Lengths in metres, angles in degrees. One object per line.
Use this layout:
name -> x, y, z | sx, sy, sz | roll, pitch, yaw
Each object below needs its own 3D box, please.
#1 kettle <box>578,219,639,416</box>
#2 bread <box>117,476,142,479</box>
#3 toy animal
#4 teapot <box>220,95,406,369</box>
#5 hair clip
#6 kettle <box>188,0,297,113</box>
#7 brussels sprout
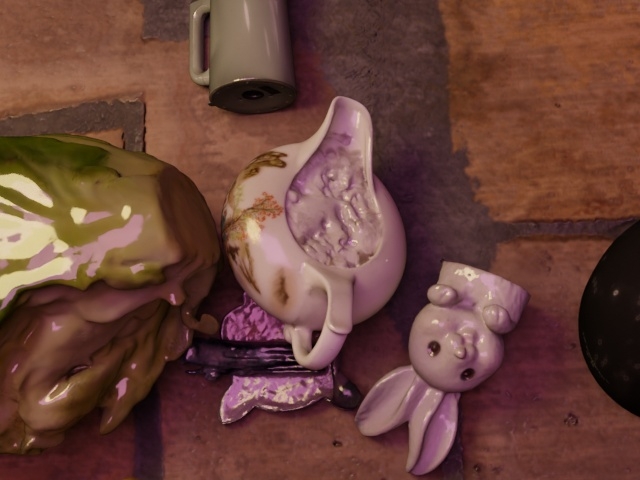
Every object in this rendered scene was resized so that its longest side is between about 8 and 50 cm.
kettle -> 0.368, 0.088, 1.163 | 0.208, 0.290, 0.268 | -18, 76, 2
bread -> -0.229, 0.398, 1.206 | 0.270, 0.211, 0.315 | -14, 72, 5
toy animal -> 0.123, 0.131, 1.272 | 0.104, 0.131, 0.220 | 28, 84, -1
teapot -> 0.000, 0.000, 1.283 | 0.204, 0.139, 0.298 | 13, 59, -26
hair clip -> -0.056, 0.119, 1.339 | 0.187, 0.056, 0.146 | -4, 74, -3
kettle -> -0.085, -0.224, 1.410 | 0.098, 0.127, 0.148 | 3, 71, -25
brussels sprout -> -0.293, 0.032, 1.262 | 0.371, 0.276, 0.314 | -31, 65, 7
